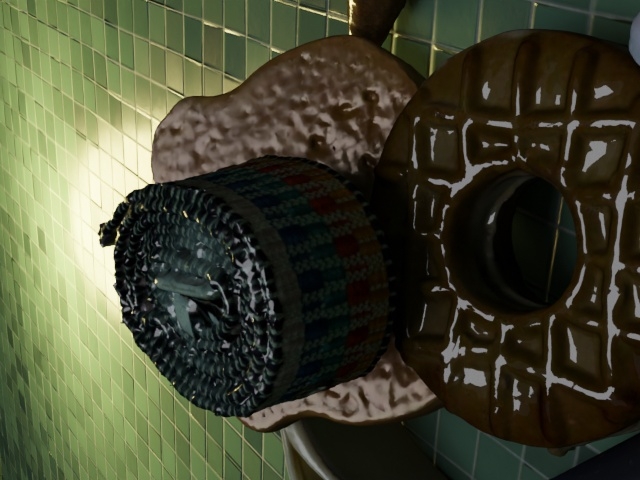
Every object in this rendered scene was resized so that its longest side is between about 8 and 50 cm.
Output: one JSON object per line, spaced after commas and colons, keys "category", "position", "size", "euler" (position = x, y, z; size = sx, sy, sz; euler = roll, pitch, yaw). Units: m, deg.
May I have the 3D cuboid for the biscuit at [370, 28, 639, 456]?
{"category": "biscuit", "position": [0.173, -0.002, 0.746], "size": [0.332, 0.103, 0.332], "euler": [6, 98, 45]}

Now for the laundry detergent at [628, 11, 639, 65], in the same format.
{"category": "laundry detergent", "position": [0.279, -0.240, 0.542], "size": [0.159, 0.087, 0.335], "euler": [-83, 8, -48]}

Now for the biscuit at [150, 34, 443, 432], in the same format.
{"category": "biscuit", "position": [0.001, 0.000, 0.956], "size": [0.365, 0.062, 0.385], "euler": [-18, 81, 22]}

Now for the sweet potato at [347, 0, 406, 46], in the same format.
{"category": "sweet potato", "position": [0.051, -0.316, 0.897], "size": [0.097, 0.097, 0.292], "euler": [31, 126, 50]}

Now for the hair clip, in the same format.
{"category": "hair clip", "position": [0.059, 0.257, 1.041], "size": [0.282, 0.172, 0.113], "euler": [49, 124, 21]}

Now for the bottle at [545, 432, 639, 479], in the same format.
{"category": "bottle", "position": [0.246, 0.210, 0.792], "size": [0.244, 0.072, 0.082], "euler": [126, 161, -51]}

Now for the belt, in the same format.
{"category": "belt", "position": [-0.061, 0.033, 0.836], "size": [0.295, 0.160, 0.207], "euler": [-1, 102, 56]}
